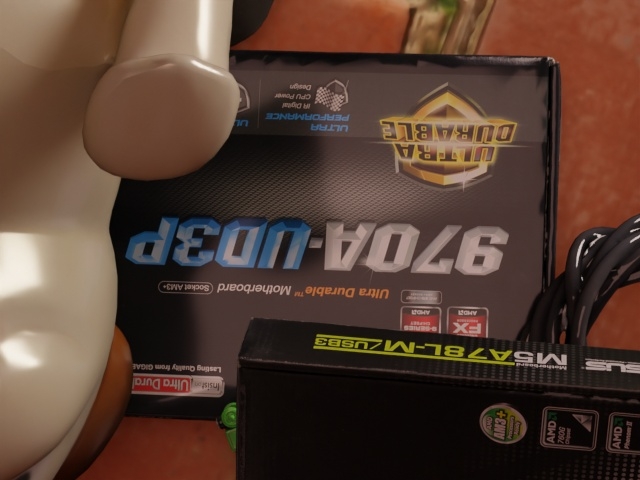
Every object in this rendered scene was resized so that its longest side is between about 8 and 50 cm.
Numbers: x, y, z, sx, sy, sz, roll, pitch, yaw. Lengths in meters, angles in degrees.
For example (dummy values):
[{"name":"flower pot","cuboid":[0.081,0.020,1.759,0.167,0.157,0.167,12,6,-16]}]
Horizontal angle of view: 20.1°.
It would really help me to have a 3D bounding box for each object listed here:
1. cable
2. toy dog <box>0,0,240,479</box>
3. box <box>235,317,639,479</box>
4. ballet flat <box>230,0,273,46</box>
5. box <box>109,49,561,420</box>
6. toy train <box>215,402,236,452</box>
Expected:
[{"name":"cable","cuboid":[0.176,0.062,0.818,0.185,0.047,0.150,0,96,-14]},{"name":"toy dog","cuboid":[-0.199,-0.068,0.725,0.395,0.285,0.407,-8,86,50]},{"name":"box","cuboid":[0.055,0.131,0.789,0.184,0.045,0.190,4,116,4]},{"name":"ballet flat","cuboid":[-0.083,-0.231,0.864,0.095,0.096,0.280,-13,82,4]},{"name":"box","cuboid":[0.000,0.000,0.850,0.220,0.051,0.175,3,84,6]},{"name":"toy train","cuboid":[-0.006,0.073,0.809,0.083,0.017,0.023,-20,94,3]}]
